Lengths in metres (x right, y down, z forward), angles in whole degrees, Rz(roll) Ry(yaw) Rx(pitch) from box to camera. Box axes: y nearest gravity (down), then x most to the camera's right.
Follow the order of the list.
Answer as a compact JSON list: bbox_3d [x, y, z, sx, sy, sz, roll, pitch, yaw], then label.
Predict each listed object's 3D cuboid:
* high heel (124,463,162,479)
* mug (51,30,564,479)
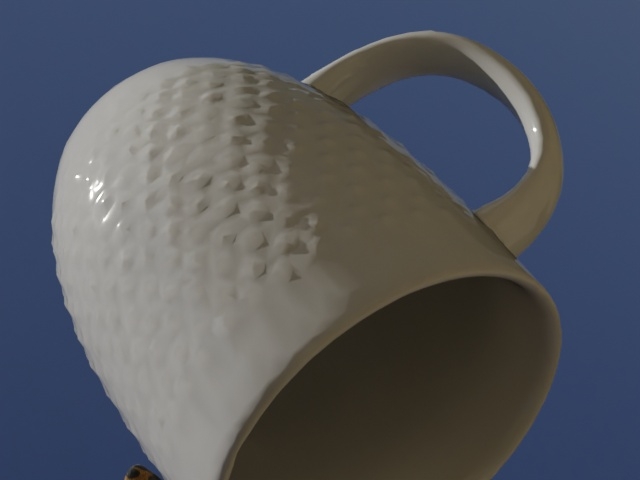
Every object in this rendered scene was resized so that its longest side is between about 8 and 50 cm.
[{"bbox_3d":[-0.123,0.319,1.484,0.261,0.093,0.186,68,-153,-9],"label":"high heel"},{"bbox_3d":[0.000,0.000,1.340,0.328,0.374,0.276,48,174,37],"label":"mug"}]
